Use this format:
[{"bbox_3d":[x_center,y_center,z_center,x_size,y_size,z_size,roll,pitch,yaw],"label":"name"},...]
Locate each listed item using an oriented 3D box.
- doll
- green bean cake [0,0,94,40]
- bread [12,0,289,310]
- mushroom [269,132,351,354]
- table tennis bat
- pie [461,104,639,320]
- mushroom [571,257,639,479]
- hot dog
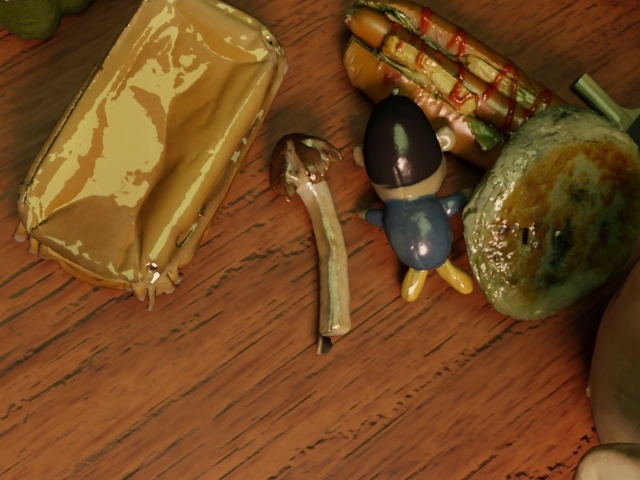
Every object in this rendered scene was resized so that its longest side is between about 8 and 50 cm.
[{"bbox_3d":[0.078,-0.040,0.786,0.102,0.089,0.179,-9,103,13],"label":"doll"},{"bbox_3d":[-0.243,-0.323,0.741,0.250,0.156,0.247,44,77,0],"label":"green bean cake"},{"bbox_3d":[-0.128,-0.076,0.740,0.136,0.107,0.241,28,76,-2],"label":"bread"},{"bbox_3d":[0.000,0.000,0.777,0.060,0.061,0.187,-11,86,-18],"label":"mushroom"},{"bbox_3d":[0.296,-0.097,0.871,0.156,0.013,0.087,44,76,-1],"label":"table tennis bat"},{"bbox_3d":[0.200,-0.019,0.784,0.187,0.041,0.187,-10,113,-26],"label":"pie"},{"bbox_3d":[0.328,0.125,0.702,0.356,0.315,0.315,-6,81,-3],"label":"mushroom"},{"bbox_3d":[0.124,-0.130,0.814,0.250,0.076,0.104,35,76,-5],"label":"hot dog"}]
